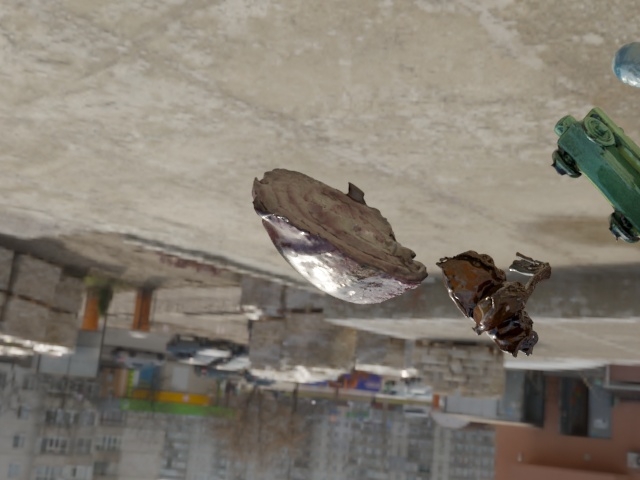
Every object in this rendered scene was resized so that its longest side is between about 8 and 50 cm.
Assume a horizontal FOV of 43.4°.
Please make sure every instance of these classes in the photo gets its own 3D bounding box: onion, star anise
[{"bbox_3d":[0.000,0.000,1.286,0.280,0.146,0.314,21,-158,-17],"label":"onion"},{"bbox_3d":[0.334,0.095,1.485,0.148,0.237,0.346,-48,170,28],"label":"star anise"}]

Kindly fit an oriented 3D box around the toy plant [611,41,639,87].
[{"bbox_3d":[0.657,-0.315,1.403,0.247,0.332,0.247,-7,132,-7],"label":"toy plant"}]

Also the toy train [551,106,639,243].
[{"bbox_3d":[0.687,-0.152,1.796,0.237,0.369,0.150,-19,154,-37],"label":"toy train"}]
